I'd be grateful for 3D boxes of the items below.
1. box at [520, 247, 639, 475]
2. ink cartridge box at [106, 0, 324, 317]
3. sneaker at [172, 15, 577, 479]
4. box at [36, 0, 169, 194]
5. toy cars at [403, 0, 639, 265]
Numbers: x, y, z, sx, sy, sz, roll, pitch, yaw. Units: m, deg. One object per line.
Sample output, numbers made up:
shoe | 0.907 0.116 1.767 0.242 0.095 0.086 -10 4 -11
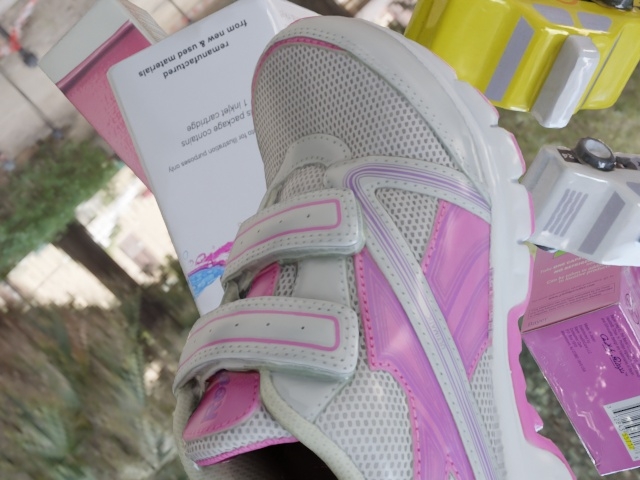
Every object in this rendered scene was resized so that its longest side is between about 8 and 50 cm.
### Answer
box | 0.344 0.107 1.260 0.117 0.213 0.243 -22 -159 27
ink cartridge box | 0.000 0.000 0.703 0.117 0.278 0.201 -23 177 19
sneaker | 0.008 0.033 0.354 0.111 0.252 0.103 3 154 -35
box | -0.205 -0.168 1.316 0.127 0.232 0.148 -43 175 8
toy cars | 0.206 -0.073 0.817 0.176 0.394 0.087 -32 -134 11
